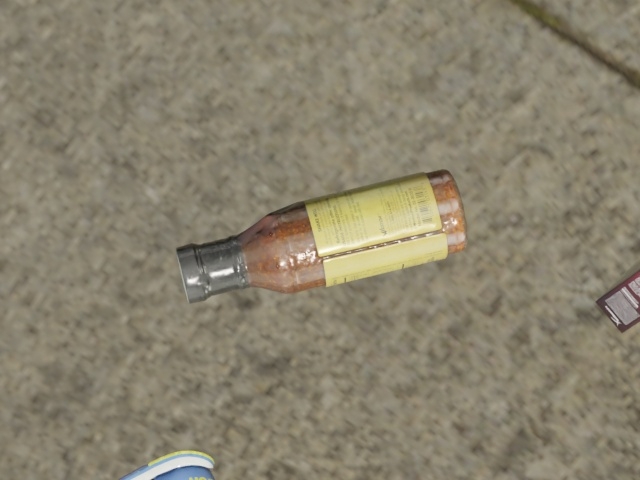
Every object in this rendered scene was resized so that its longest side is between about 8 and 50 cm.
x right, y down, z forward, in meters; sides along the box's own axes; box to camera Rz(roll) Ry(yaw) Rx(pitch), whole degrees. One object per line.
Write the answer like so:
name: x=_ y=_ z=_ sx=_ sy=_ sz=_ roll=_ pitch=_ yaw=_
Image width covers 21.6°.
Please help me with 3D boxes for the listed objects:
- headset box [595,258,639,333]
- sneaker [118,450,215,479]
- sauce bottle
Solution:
headset box: x=0.240 y=0.022 z=1.165 sx=0.032 sy=0.062 sz=0.083 roll=49 pitch=140 yaw=4
sneaker: x=-0.129 y=0.194 z=1.112 sx=0.144 sy=0.053 sz=0.059 roll=-30 pitch=59 yaw=12
sauce bottle: x=0.000 y=0.000 z=0.747 sx=0.128 sy=0.042 sz=0.042 roll=-11 pitch=59 yaw=-5
